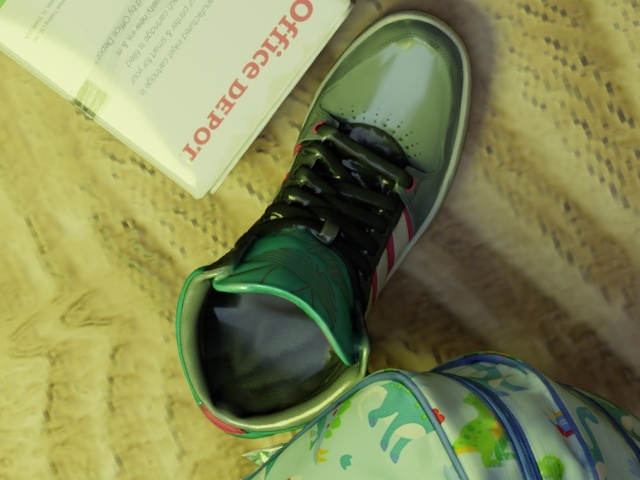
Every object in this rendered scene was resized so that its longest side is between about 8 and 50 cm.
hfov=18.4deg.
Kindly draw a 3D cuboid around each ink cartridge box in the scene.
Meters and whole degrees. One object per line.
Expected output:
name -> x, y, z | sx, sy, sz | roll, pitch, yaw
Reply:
ink cartridge box -> -0.107, -0.155, 1.227 | 0.219, 0.092, 0.160 | 38, 102, -3

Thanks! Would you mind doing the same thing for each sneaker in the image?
sneaker -> 0.000, 0.000, 1.204 | 0.124, 0.178, 0.295 | 25, 101, 0

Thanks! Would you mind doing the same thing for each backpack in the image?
backpack -> 0.056, 0.228, 1.151 | 0.355, 0.290, 0.273 | -34, 135, 16
